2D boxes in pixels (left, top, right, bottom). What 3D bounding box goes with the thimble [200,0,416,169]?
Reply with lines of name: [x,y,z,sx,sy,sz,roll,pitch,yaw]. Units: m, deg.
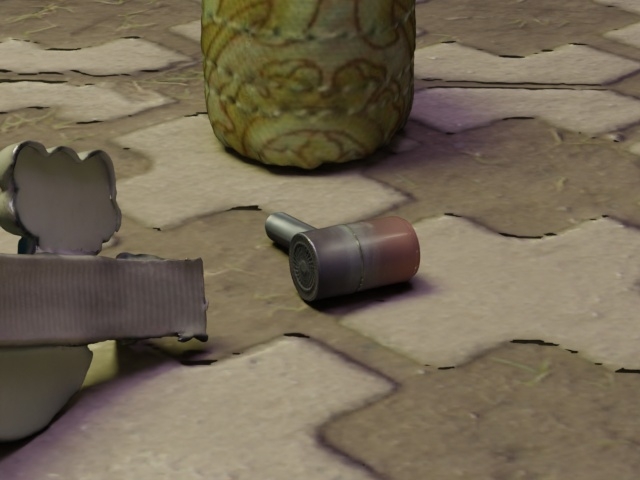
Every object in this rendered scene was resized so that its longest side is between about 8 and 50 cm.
thimble: [-0.010,-0.141,1.215,0.137,0.143,0.190,-4,24,-6]

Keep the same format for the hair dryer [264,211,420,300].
hair dryer: [0.000,0.000,1.033,0.063,0.037,0.114,-11,18,-26]

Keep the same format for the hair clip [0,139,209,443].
hair clip: [-0.132,0.022,0.861,0.054,0.140,0.220,1,-1,30]
